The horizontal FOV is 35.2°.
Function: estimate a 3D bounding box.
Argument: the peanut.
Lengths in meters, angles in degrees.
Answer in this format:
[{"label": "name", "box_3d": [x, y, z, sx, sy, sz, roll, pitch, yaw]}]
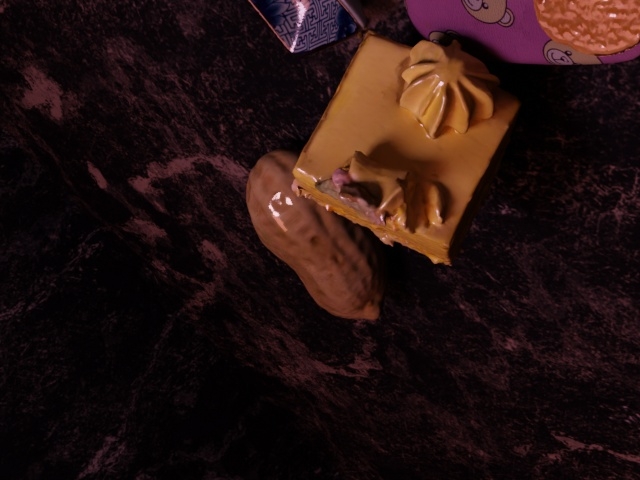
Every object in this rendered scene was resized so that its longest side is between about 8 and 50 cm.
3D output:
[{"label": "peanut", "box_3d": [0.000, 0.000, 1.782, 0.192, 0.169, 0.387, 18, 148, 54]}]

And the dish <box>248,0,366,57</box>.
[{"label": "dish", "box_3d": [-0.042, -0.367, 1.314, 0.243, 0.080, 0.182, 48, 156, -20]}]

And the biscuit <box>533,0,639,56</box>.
[{"label": "biscuit", "box_3d": [0.331, -0.269, 0.888, 0.216, 0.047, 0.339, 46, 142, -10]}]

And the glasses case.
[{"label": "glasses case", "box_3d": [0.219, -0.256, 1.111, 0.316, 0.076, 0.123, 14, 144, 47]}]

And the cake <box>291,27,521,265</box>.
[{"label": "cake", "box_3d": [0.107, -0.117, 1.247, 0.222, 0.227, 0.286, 25, 177, 12]}]
